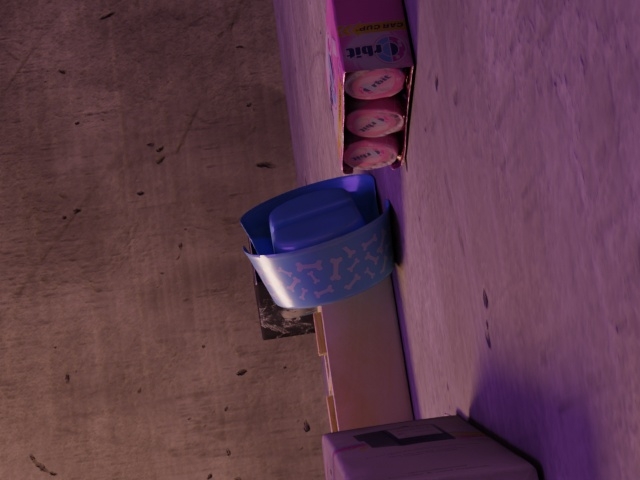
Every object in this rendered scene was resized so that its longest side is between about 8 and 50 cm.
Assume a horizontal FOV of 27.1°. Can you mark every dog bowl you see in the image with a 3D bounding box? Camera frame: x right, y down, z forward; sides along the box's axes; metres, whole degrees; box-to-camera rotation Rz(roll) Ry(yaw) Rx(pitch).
[{"bbox_3d":[0.000,0.000,1.503,0.297,0.166,0.074,-110,2,-76],"label":"dog bowl"}]

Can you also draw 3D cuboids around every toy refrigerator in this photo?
[{"bbox_3d":[0.051,0.183,1.505,0.102,0.094,0.269,91,172,-71],"label":"toy refrigerator"}]

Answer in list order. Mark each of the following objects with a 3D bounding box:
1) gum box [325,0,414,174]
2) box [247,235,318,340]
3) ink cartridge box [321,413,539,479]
[{"bbox_3d":[0.041,-0.148,1.204,0.188,0.062,0.107,90,173,-65],"label":"gum box"},{"bbox_3d":[-0.009,0.046,1.732,0.158,0.156,0.093,88,173,-59],"label":"box"},{"bbox_3d":[0.075,0.242,0.953,0.353,0.119,0.207,146,116,-86],"label":"ink cartridge box"}]
